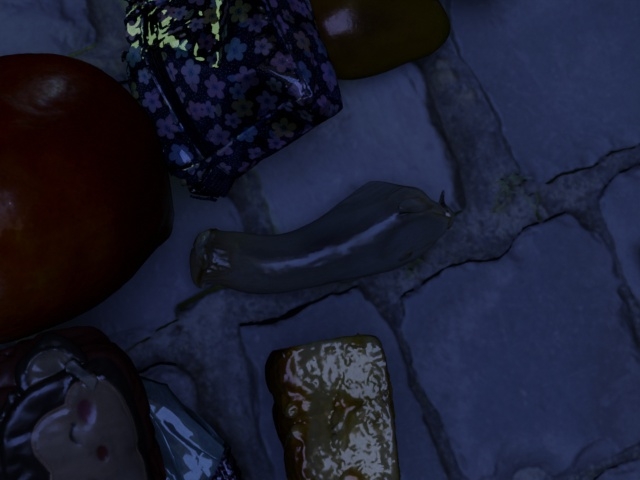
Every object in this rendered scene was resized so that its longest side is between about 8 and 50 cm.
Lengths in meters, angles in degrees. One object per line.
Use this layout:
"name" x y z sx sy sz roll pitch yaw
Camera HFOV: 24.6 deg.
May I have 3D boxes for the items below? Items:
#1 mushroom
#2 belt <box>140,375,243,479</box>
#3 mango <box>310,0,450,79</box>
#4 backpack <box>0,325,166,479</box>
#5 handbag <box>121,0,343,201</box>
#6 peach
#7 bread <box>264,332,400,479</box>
"mushroom" 0.002 0.002 1.510 0.278 0.099 0.096 -16 82 1
"belt" -0.231 0.256 1.477 0.325 0.122 0.260 16 91 -1
"mango" 0.049 -0.228 1.526 0.163 0.089 0.111 -22 99 -12
"backpack" -0.261 0.189 1.354 0.229 0.139 0.229 -2 101 -12
"handbag" -0.094 -0.169 1.469 0.208 0.127 0.229 -30 76 29
"peach" -0.308 -0.028 1.388 0.338 0.281 0.281 -30 88 -36
"bread" 0.009 0.184 1.409 0.114 0.275 0.185 -6 86 -2
